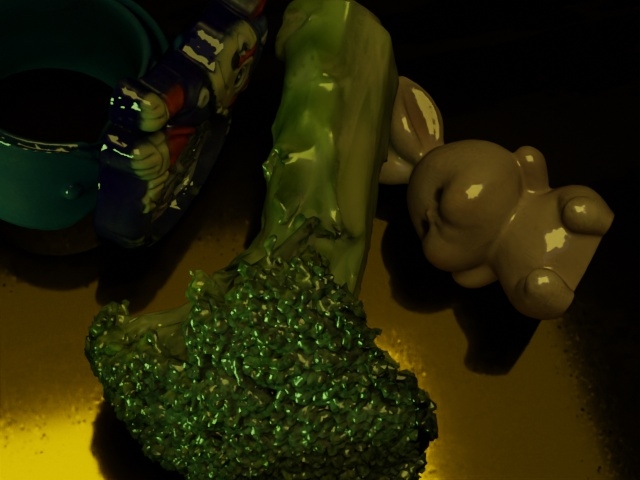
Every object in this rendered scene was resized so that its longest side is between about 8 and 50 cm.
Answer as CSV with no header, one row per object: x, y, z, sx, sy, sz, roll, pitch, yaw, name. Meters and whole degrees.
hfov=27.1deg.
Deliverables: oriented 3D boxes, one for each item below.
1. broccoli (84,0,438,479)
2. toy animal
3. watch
-0.017,-0.006,0.876,0.252,0.221,0.361,11,71,-50,broccoli
0.105,-0.027,0.995,0.212,0.124,0.124,29,65,11,toy animal
-0.170,-0.105,0.961,0.200,0.171,0.196,25,45,7,watch
